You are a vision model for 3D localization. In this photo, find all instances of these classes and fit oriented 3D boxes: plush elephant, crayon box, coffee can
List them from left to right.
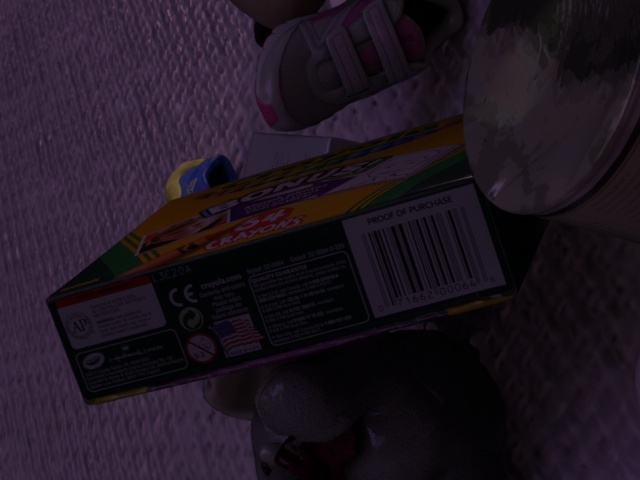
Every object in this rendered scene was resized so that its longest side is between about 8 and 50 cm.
[{"bbox_3d":[0.000,0.000,1.525,0.313,0.363,0.106,-52,-55,-69],"label":"crayon box"},{"bbox_3d":[0.020,0.185,1.609,0.255,0.272,0.330,-37,16,34],"label":"plush elephant"},{"bbox_3d":[0.264,-0.085,1.228,0.201,0.275,0.201,-36,48,52],"label":"coffee can"}]

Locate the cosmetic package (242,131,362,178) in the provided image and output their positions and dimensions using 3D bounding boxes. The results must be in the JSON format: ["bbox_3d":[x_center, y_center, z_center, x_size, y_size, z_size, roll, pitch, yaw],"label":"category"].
[{"bbox_3d":[0.017,-0.018,1.824,0.183,0.151,0.151,10,87,65],"label":"cosmetic package"}]

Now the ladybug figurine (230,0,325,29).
[{"bbox_3d":[-0.022,-0.439,1.893,0.305,0.162,0.449,82,-155,-79],"label":"ladybug figurine"}]

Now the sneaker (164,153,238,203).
[{"bbox_3d":[-0.150,-0.001,2.215,0.126,0.091,0.240,-36,46,52],"label":"sneaker"}]

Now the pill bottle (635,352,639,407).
[{"bbox_3d":[0.373,-0.010,1.032,0.408,0.229,0.229,-59,31,30],"label":"pill bottle"}]

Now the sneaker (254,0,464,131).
[{"bbox_3d":[0.042,-0.194,1.814,0.252,0.103,0.111,-40,26,-26],"label":"sneaker"}]

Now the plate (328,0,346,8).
[{"bbox_3d":[0.073,-0.405,2.025,0.277,0.045,0.278,-59,31,32],"label":"plate"}]

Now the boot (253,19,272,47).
[{"bbox_3d":[-0.069,-0.411,2.146,0.223,0.118,0.338,-112,7,-49],"label":"boot"}]
